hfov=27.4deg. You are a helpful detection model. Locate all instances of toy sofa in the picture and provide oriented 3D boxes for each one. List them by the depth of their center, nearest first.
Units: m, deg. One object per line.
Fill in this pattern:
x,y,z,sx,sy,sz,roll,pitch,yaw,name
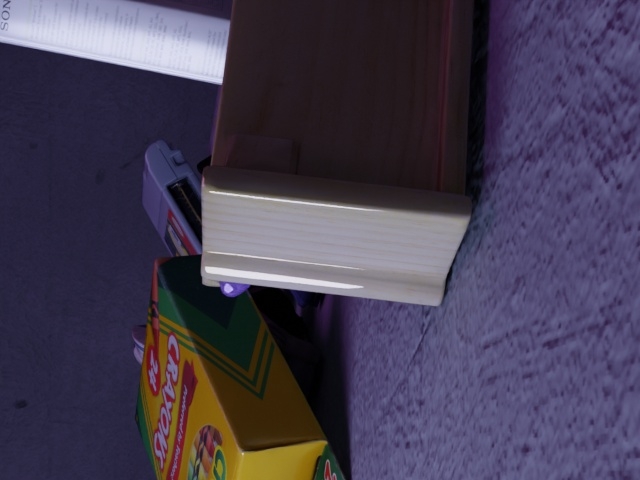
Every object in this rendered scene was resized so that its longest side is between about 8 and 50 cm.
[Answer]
0.018,-0.141,0.828,0.177,0.150,0.362,101,175,-66,toy sofa

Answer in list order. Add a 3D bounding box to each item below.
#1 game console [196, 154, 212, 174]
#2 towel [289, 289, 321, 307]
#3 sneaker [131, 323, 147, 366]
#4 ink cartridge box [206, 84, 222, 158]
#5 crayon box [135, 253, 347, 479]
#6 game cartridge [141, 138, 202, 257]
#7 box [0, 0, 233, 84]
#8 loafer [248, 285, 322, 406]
-0.076,-0.107,1.420,0.122,0.107,0.071,37,155,51,game console
-0.015,0.013,1.325,0.067,0.029,0.119,55,154,25,towel
-0.141,0.218,1.586,0.315,0.128,0.182,31,121,57,sneaker
-0.077,-0.139,1.700,0.128,0.127,0.176,-108,26,-73,ink cartridge box
-0.081,0.181,1.163,0.318,0.081,0.202,-124,37,-49,crayon box
-0.142,0.026,1.686,0.294,0.060,0.196,58,168,10,game cartridge
-0.087,-0.192,1.032,0.232,0.322,0.058,-93,16,-61,box
-0.047,0.095,1.382,0.095,0.109,0.302,-61,19,14,loafer
